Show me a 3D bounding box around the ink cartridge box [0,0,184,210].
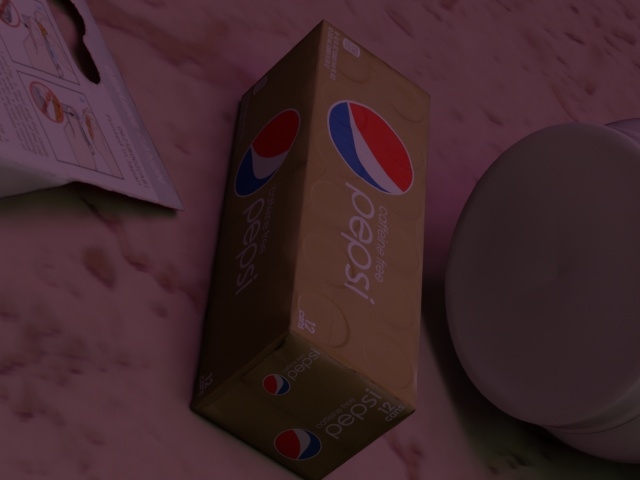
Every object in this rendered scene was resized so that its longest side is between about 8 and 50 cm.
[{"bbox_3d":[-0.159,-0.090,0.700,0.189,0.066,0.232,64,15,20],"label":"ink cartridge box"}]

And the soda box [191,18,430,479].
[{"bbox_3d":[0.000,0.000,0.769,0.061,0.058,0.181,34,36,-23],"label":"soda box"}]

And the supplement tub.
[{"bbox_3d":[0.164,0.027,0.853,0.200,0.144,0.144,11,50,-43],"label":"supplement tub"}]
